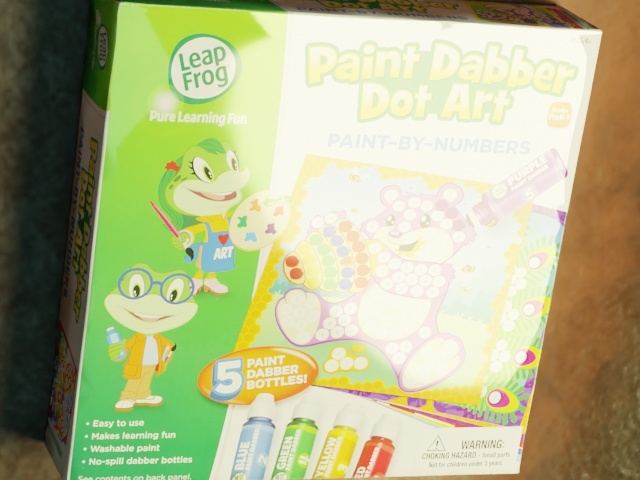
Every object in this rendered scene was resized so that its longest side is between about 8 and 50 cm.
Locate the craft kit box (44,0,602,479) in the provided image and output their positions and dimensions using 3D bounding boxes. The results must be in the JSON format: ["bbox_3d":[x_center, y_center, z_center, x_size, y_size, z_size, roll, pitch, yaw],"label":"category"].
[{"bbox_3d":[0.000,0.000,0.979,0.250,0.061,0.246,0,108,-21],"label":"craft kit box"}]
